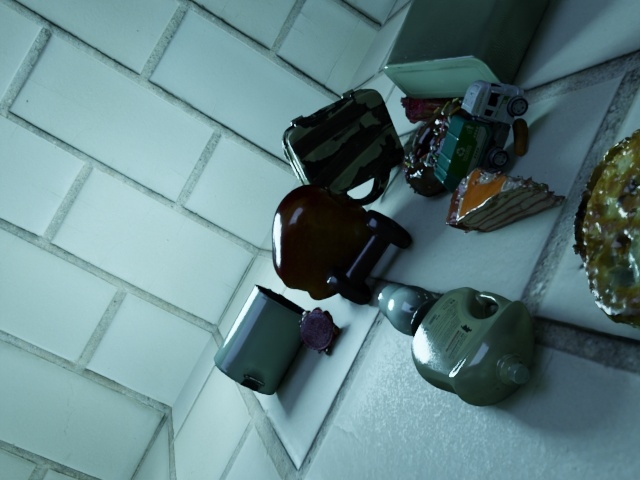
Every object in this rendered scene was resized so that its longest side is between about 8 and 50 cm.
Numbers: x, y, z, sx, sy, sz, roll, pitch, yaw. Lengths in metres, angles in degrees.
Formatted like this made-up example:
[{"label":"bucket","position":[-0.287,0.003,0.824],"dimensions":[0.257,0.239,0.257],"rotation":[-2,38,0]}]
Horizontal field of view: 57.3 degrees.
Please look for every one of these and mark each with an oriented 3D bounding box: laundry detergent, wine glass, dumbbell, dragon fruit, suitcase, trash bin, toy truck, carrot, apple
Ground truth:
[{"label":"laundry detergent","position":[0.242,0.164,0.902],"dimensions":[0.181,0.091,0.253],"rotation":[-55,14,-3]},{"label":"wine glass","position":[0.186,0.138,1.133],"dimensions":[0.103,0.103,0.222],"rotation":[-60,14,0]},{"label":"dumbbell","position":[0.120,0.042,1.488],"dimensions":[0.225,0.124,0.140],"rotation":[-57,15,15]},{"label":"dragon fruit","position":[0.325,-0.434,1.733],"dimensions":[0.161,0.126,0.274],"rotation":[124,154,-50]},{"label":"suitcase","position":[0.079,-0.269,1.838],"dimensions":[0.351,0.339,0.194],"rotation":[-29,17,-5]},{"label":"trash bin","position":[-0.169,0.299,1.784],"dimensions":[0.263,0.217,0.277],"rotation":[-60,16,0]},{"label":"toy truck","position":[0.328,-0.202,1.217],"dimensions":[0.114,0.124,0.254],"rotation":[-102,24,-68]},{"label":"carrot","position":[0.408,-0.213,1.196],"dimensions":[0.032,0.032,0.093],"rotation":[-43,27,50]},{"label":"apple","position":[0.000,0.000,1.668],"dimensions":[0.288,0.288,0.317],"rotation":[-115,40,-73]},{"label":"dragon fruit","position":[0.001,0.243,1.596],"dimensions":[0.068,0.126,0.112],"rotation":[20,-85,-62]}]

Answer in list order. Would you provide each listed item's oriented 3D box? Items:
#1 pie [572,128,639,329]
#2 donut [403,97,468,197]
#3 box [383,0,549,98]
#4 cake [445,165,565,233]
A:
[{"label":"pie","position":[0.422,-0.032,0.692],"dimensions":[0.315,0.092,0.315],"rotation":[-60,13,23]},{"label":"donut","position":[0.302,-0.233,1.455],"dimensions":[0.270,0.103,0.270],"rotation":[-55,16,24]},{"label":"box","position":[0.371,-0.550,1.492],"dimensions":[0.351,0.177,0.344],"rotation":[14,75,49]},{"label":"cake","position":[0.332,-0.088,1.072],"dimensions":[0.135,0.098,0.287],"rotation":[-63,14,-13]}]
